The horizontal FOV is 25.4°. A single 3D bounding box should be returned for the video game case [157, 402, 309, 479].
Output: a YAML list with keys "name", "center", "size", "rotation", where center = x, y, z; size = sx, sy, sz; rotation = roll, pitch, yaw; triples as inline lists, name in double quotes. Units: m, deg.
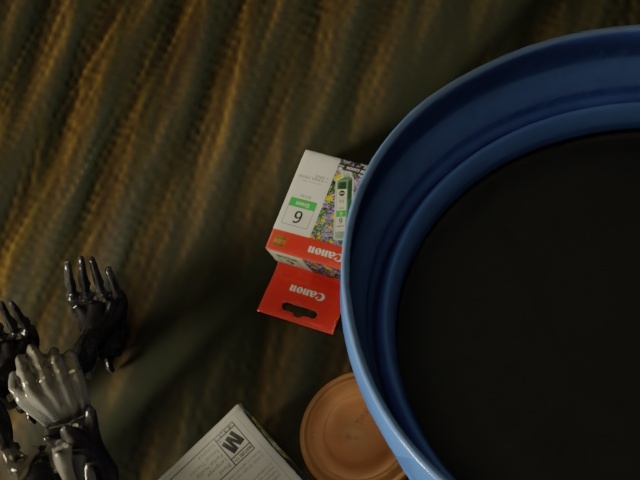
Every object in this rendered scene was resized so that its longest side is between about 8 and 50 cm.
- name: "video game case"
  center: [-0.067, 0.252, 0.872]
  size: [0.232, 0.042, 0.210]
  rotation: [-44, 61, -3]

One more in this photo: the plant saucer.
- name: "plant saucer"
  center: [0.026, 0.123, 0.913]
  size: [0.083, 0.013, 0.083]
  rotation: [-6, 66, 14]

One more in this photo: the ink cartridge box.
- name: "ink cartridge box"
  center: [0.000, 0.000, 0.965]
  size: [0.063, 0.029, 0.115]
  rotation: [16, 73, 23]

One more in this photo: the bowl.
- name: "bowl"
  center: [0.205, 0.037, 0.791]
  size: [0.391, 0.077, 0.391]
  rotation: [-2, 50, 2]

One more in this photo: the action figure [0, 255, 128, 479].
- name: "action figure"
  center: [-0.189, 0.131, 0.863]
  size: [0.164, 0.141, 0.275]
  rotation: [-20, 35, 13]

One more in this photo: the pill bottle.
- name: "pill bottle"
  center: [0.152, 0.170, 0.803]
  size: [0.184, 0.103, 0.103]
  rotation: [34, 81, 26]
